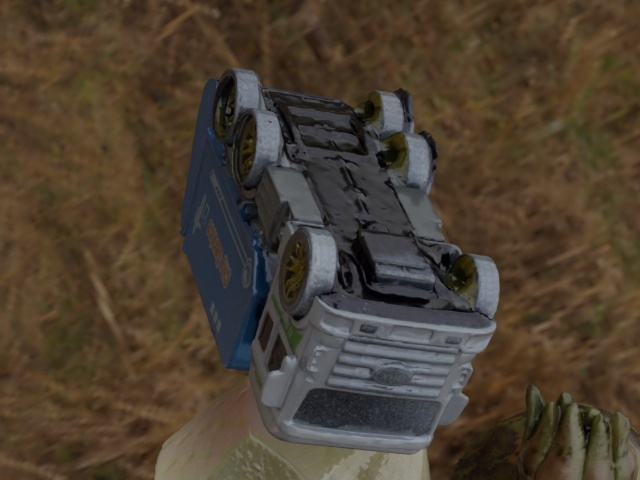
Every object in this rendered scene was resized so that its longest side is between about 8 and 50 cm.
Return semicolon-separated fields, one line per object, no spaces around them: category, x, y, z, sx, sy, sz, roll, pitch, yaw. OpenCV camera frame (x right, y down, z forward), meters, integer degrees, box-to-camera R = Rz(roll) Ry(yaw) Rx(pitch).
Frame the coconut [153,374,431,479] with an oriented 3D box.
coconut;-0.012;0.207;1.449;0.237;0.237;0.197;31;22;-30

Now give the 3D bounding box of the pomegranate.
pomegranate;0.220;0.224;1.556;0.204;0.276;0.222;3;43;-32

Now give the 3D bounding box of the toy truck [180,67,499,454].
toy truck;0.000;0.000;1.323;0.146;0.175;0.367;8;29;-19
